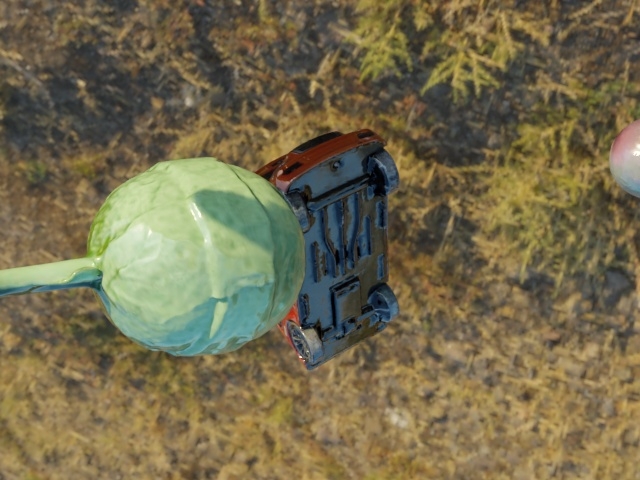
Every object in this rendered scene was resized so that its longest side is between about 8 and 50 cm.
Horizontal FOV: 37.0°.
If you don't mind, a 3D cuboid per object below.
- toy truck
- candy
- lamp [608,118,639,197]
[{"bbox_3d":[0.000,0.000,0.892,0.114,0.108,0.252,46,153,40],"label":"toy truck"},{"bbox_3d":[-0.202,0.028,0.480,0.440,0.119,0.119,-8,163,-31],"label":"candy"},{"bbox_3d":[0.381,-0.010,0.711,0.247,0.301,0.247,-21,162,0],"label":"lamp"}]
